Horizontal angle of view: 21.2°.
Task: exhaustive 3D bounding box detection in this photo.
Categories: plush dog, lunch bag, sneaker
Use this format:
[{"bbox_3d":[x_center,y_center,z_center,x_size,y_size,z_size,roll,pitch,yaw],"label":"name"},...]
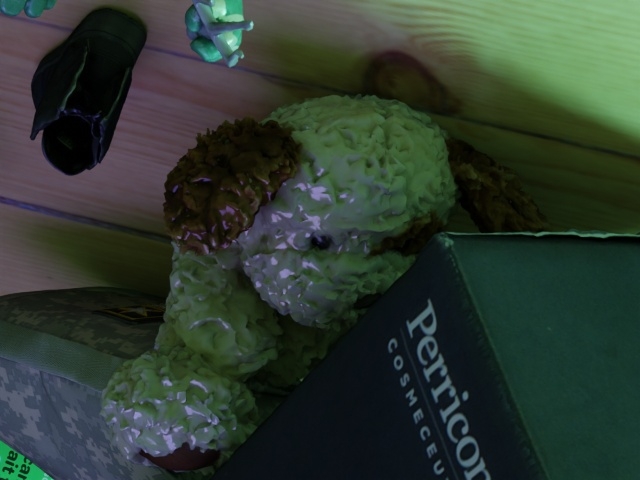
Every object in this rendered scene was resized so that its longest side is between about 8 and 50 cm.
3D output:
[{"bbox_3d":[0.000,0.000,1.002,0.262,0.210,0.225,-2,147,-26],"label":"plush dog"},{"bbox_3d":[-0.106,0.135,1.250,0.235,0.169,0.287,14,158,44],"label":"lunch bag"},{"bbox_3d":[-0.144,-0.075,0.994,0.051,0.089,0.170,25,153,-15],"label":"sneaker"}]

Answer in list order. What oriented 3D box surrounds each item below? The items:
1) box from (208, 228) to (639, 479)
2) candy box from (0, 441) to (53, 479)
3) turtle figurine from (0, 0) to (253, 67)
[{"bbox_3d":[0.126,0.320,0.909,0.297,0.480,0.472,2,143,-37],"label":"box"},{"bbox_3d":[-0.395,0.236,1.720,0.317,0.122,0.268,23,153,-13],"label":"candy box"},{"bbox_3d":[-0.087,-0.159,0.764,0.234,0.118,0.175,-4,140,42],"label":"turtle figurine"}]
